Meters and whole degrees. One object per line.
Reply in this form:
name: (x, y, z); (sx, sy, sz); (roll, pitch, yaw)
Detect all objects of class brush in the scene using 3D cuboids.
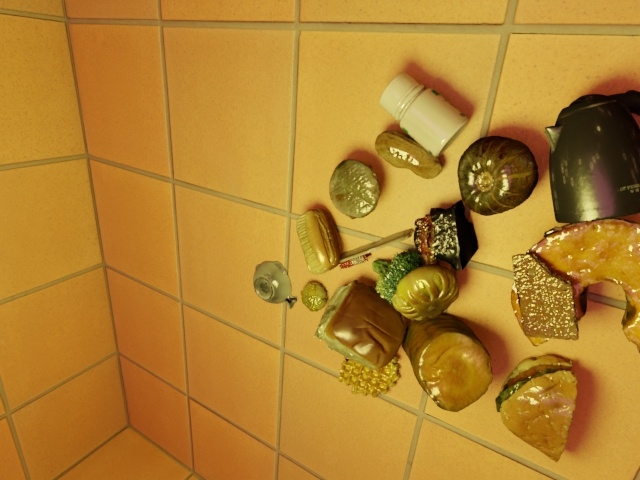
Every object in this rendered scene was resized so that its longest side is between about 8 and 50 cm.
brush: (0.187, 0.037, 1.423); (0.320, 0.060, 0.050); (-24, 106, 37)

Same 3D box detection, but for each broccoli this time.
broccoli: (0.253, 0.116, 1.377); (0.194, 0.194, 0.220); (-3, 129, 33)

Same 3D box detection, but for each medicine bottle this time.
medicine bottle: (0.292, -0.365, 1.156); (0.237, 0.139, 0.139); (43, 125, 12)

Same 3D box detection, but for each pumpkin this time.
pumpkin: (0.485, -0.182, 1.097); (0.219, 0.162, 0.219); (26, 122, 51)

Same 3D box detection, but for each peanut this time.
peanut: (0.270, -0.263, 1.235); (0.225, 0.095, 0.108); (29, 159, 14)

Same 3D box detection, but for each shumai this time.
shumai: (0.124, -0.175, 1.345); (0.201, 0.120, 0.202); (13, 112, 33)

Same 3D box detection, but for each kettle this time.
kettle: (0.683, -0.206, 0.951); (0.268, 0.207, 0.291); (-11, 91, 7)

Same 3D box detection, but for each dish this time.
dish: (-0.215, 0.204, 1.731); (0.246, 0.078, 0.224); (42, 123, 13)

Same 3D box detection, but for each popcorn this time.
popcorn: (-0.031, 0.229, 1.605); (0.116, 0.106, 0.121); (20, 118, 15)

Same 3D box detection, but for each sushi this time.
sushi: (0.369, -0.017, 1.232); (0.150, 0.153, 0.172); (-7, 110, 43)

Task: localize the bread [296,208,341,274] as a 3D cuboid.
bread: (0.000, 0.000, 1.460); (0.106, 0.139, 0.237); (-24, 78, 39)

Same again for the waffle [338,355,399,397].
waffle: (0.178, 0.488, 1.595); (0.309, 0.065, 0.283); (-30, 92, 33)

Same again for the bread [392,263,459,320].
bread: (0.329, 0.169, 1.235); (0.213, 0.213, 0.105); (-59, 29, 33)

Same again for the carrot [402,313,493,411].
carrot: (0.405, 0.374, 1.311); (0.241, 0.341, 0.242); (0, 97, 3)

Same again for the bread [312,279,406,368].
bread: (0.150, 0.298, 1.424); (0.278, 0.250, 0.225); (31, 157, 2)

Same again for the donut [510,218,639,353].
donut: (0.742, 0.114, 1.033); (0.434, 0.163, 0.378); (10, 111, 32)

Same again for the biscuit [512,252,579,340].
biscuit: (0.581, 0.143, 1.038); (0.131, 0.026, 0.237); (-6, 101, 37)

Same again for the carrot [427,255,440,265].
carrot: (0.379, 0.110, 1.331); (0.061, 0.061, 0.210); (-3, 102, 34)

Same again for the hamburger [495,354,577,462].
hamburger: (0.651, 0.512, 1.237); (0.208, 0.162, 0.330); (7, 116, 29)
